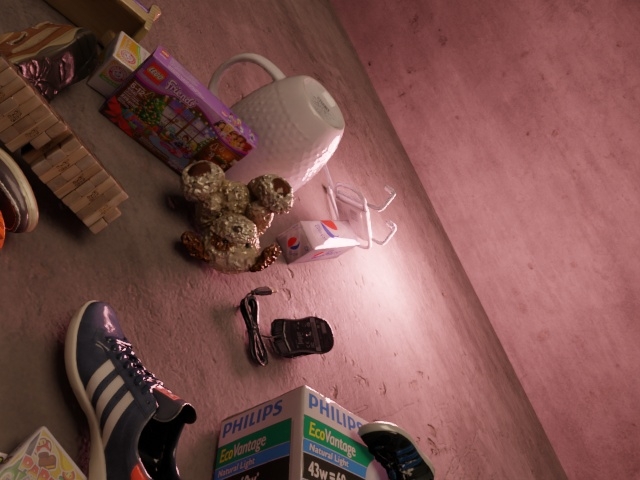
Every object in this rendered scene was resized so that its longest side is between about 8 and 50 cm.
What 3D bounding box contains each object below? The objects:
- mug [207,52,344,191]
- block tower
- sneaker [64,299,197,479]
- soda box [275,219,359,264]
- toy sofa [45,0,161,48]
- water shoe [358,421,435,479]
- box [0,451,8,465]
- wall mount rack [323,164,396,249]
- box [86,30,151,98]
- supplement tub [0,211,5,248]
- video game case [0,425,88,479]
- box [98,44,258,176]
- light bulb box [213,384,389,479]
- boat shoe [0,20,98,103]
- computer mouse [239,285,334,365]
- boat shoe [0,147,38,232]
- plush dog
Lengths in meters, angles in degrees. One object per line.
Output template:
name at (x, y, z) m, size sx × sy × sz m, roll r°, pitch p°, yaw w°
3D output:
mug at (-0.142, -0.302, 1.398) m, size 0.374 × 0.328 × 0.276 m, roll 55°, pitch 28°, yaw -7°
block tower at (-0.461, -0.168, 0.893) m, size 0.097 × 0.091 × 0.335 m, roll 38°, pitch -15°, yaw 52°
sneaker at (-0.272, 0.234, 0.808) m, size 0.349 × 0.148 × 0.131 m, roll 67°, pitch 10°, yaw 22°
soda box at (0.000, 0.000, 1.574) m, size 0.286 × 0.098 × 0.091 m, roll -5°, pitch 67°, yaw -59°
toy sofa at (-0.554, -0.590, 1.212) m, size 0.363 × 0.150 × 0.177 m, roll 37°, pitch 36°, yaw -35°
water shoe at (0.142, 0.396, 0.955) m, size 0.203 × 0.073 × 0.080 m, roll 44°, pitch 33°, yaw -25°
box at (-0.445, 0.328, 0.594) m, size 0.114 × 0.036 × 0.206 m, roll 37°, pitch 35°, yaw -34°
wall mount rack at (0.095, -0.129, 1.722) m, size 0.304 × 0.130 × 0.350 m, roll 29°, pitch -22°, yaw 23°
box at (-0.417, -0.362, 1.255) m, size 0.203 × 0.103 × 0.114 m, roll 36°, pitch 34°, yaw -35°
supplement tub at (-0.532, -0.009, 0.704) m, size 0.117 × 0.117 × 0.190 m, roll 61°, pitch 27°, yaw 6°
video game case at (-0.345, 0.384, 0.660) m, size 0.226 × 0.026 × 0.206 m, roll 60°, pitch 22°, yaw -15°
box at (-0.315, -0.263, 1.218) m, size 0.293 × 0.201 × 0.057 m, roll 40°, pitch 33°, yaw -30°
light bulb box at (0.004, 0.508, 0.940) m, size 0.358 × 0.225 × 0.361 m, roll 38°, pitch 35°, yaw -33°
boat shoe at (-0.555, -0.322, 1.004) m, size 0.120 × 0.122 × 0.324 m, roll 23°, pitch 39°, yaw 3°
computer mouse at (-0.087, 0.198, 1.283) m, size 0.262 × 0.060 × 0.184 m, roll 0°, pitch 66°, yaw -45°
boat shoe at (-0.546, -0.121, 0.819) m, size 0.285 × 0.103 × 0.092 m, roll 54°, pitch 33°, yaw 0°
plush dog at (-0.207, -0.030, 1.232) m, size 0.263 × 0.210 × 0.225 m, roll 10°, pitch 64°, yaw -20°
